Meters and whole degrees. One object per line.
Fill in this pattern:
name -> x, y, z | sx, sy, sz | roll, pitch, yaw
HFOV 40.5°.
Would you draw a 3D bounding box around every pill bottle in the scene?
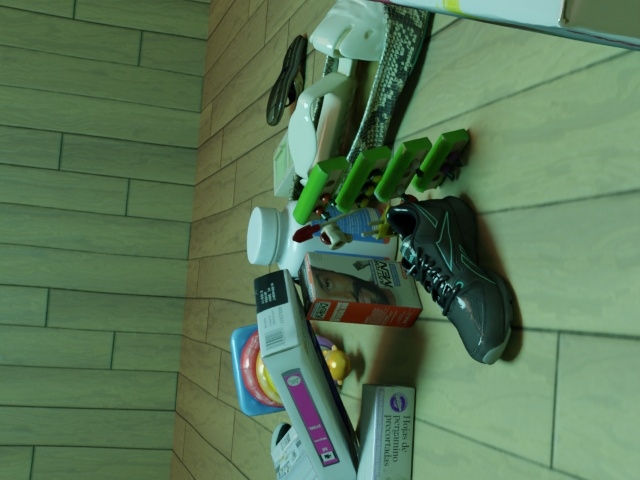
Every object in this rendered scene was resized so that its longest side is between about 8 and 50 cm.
pill bottle -> 0.000, 0.000, 1.391 | 0.124, 0.221, 0.124 | -174, 90, -72

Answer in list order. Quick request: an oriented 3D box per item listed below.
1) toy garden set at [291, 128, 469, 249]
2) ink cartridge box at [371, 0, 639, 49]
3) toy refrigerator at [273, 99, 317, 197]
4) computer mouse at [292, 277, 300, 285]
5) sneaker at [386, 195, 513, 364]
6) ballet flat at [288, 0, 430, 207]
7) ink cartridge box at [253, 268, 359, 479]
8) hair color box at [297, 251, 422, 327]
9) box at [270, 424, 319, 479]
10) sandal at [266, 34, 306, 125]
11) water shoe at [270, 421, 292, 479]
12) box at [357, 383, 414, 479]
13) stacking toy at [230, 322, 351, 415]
toy garden set -> 0.076, -0.047, 1.179 | 0.049, 0.244, 0.204 | 59, 146, 24
ink cartridge box -> 0.222, -0.235, 0.673 | 0.385, 0.279, 0.161 | -131, 49, -67
toy refrigerator -> -0.022, -0.185, 1.726 | 0.269, 0.094, 0.102 | 130, 142, -61
computer mouse -> -0.026, -0.010, 1.742 | 0.262, 0.060, 0.184 | 150, 123, -68
sneaker -> 0.155, 0.047, 1.087 | 0.267, 0.106, 0.101 | -106, 30, -46
ballet flat -> 0.045, -0.244, 1.384 | 0.164, 0.182, 0.483 | 39, 125, 40
ink cartridge box -> -0.008, 0.236, 1.302 | 0.176, 0.069, 0.371 | -103, -8, -56
hair color box -> 0.057, 0.073, 1.280 | 0.053, 0.167, 0.093 | 113, 155, -43
box -> -0.021, 0.404, 1.559 | 0.145, 0.038, 0.186 | -54, 27, 18
sandal -> -0.067, -0.364, 1.997 | 0.090, 0.060, 0.220 | -7, 64, 66
water shoe -> -0.044, 0.441, 1.683 | 0.080, 0.073, 0.203 | -35, 44, 31
box -> 0.090, 0.372, 1.256 | 0.067, 0.063, 0.324 | 163, 112, -70
stacking toy -> -0.028, 0.224, 1.569 | 0.301, 0.165, 0.175 | -17, 81, 59
